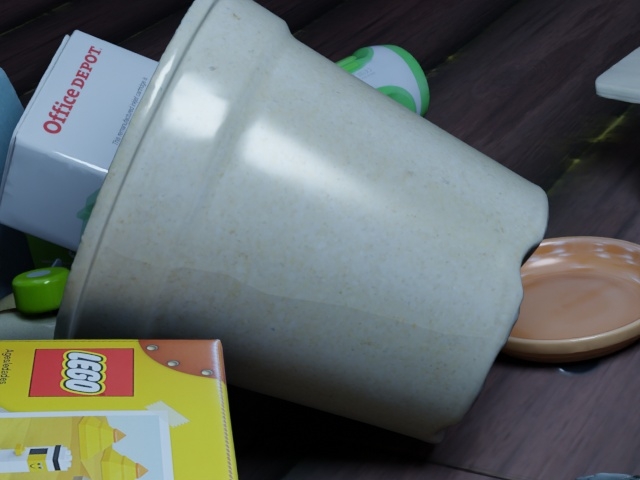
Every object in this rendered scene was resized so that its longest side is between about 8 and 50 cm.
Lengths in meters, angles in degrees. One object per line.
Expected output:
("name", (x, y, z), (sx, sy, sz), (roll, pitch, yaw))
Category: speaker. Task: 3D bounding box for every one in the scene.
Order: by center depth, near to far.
("speaker", (-0.006, -0.139, 1.608), (0.296, 0.131, 0.131), (-29, 30, -34))

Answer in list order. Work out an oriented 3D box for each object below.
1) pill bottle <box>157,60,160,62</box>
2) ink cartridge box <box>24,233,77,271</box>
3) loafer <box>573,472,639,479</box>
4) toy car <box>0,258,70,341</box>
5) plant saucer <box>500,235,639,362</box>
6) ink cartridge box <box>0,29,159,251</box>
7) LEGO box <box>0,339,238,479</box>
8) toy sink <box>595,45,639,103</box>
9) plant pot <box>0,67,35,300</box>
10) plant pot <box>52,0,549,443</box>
("pill bottle", (-0.236, -0.116, 1.616), (0.272, 0.152, 0.152), (-28, 30, -23))
("ink cartridge box", (-0.150, -0.003, 1.415), (0.255, 0.097, 0.189), (2, 28, 28))
("loafer", (0.230, 0.186, 0.871), (0.267, 0.084, 0.096), (7, 31, 34))
("toy car", (-0.253, 0.090, 1.219), (0.149, 0.155, 0.188), (-6, 13, 11))
("plant saucer", (0.220, 0.055, 1.208), (0.200, 0.037, 0.200), (-9, 24, 4))
("ink cartridge box", (-0.157, -0.069, 1.327), (0.278, 0.117, 0.201), (21, 39, -7))
("LEGO box", (-0.223, 0.250, 0.707), (0.372, 0.193, 0.500), (0, 24, -8))
("toy sink", (0.418, -0.112, 1.371), (0.234, 0.131, 0.153), (16, 36, 36))
("plant pot", (-0.455, -0.025, 1.438), (0.247, 0.248, 0.252), (8, 43, 35))
("plant pot", (0.000, 0.000, 1.055), (0.305, 0.334, 0.334), (23, 29, -1))
